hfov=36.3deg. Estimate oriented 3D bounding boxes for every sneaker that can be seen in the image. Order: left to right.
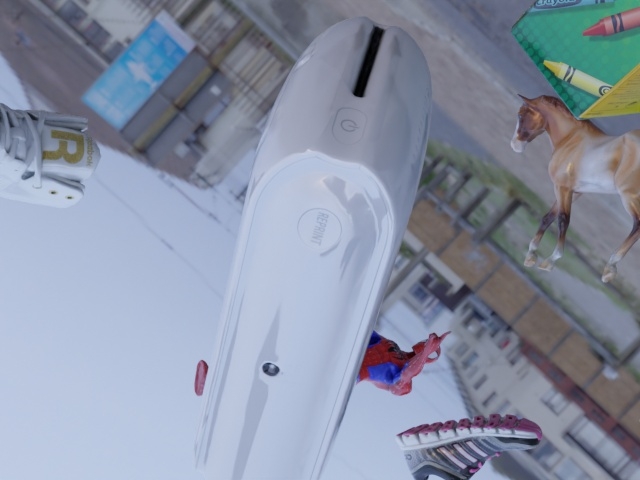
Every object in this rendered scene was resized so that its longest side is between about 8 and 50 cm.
[{"bbox_3d":[-0.264,-0.097,0.807,0.169,0.108,0.292,4,171,-16],"label":"sneaker"},{"bbox_3d":[0.175,0.248,1.134,0.063,0.170,0.074,-12,-88,-74],"label":"sneaker"}]

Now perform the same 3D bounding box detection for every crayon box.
[{"bbox_3d":[0.276,-0.171,0.668,0.278,0.165,0.081,-13,-116,-47],"label":"crayon box"}]

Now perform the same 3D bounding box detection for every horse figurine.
[{"bbox_3d":[0.272,-0.047,0.920,0.066,0.174,0.263,14,-179,-30],"label":"horse figurine"}]

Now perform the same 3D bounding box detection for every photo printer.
[{"bbox_3d":[0.000,0.000,0.711,0.107,0.307,0.256,16,-148,1],"label":"photo printer"}]

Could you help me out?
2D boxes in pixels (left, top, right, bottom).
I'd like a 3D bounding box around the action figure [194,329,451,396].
[{"bbox_3d":[0.020,0.118,1.031,0.280,0.139,0.091,-6,-131,-29],"label":"action figure"}]
